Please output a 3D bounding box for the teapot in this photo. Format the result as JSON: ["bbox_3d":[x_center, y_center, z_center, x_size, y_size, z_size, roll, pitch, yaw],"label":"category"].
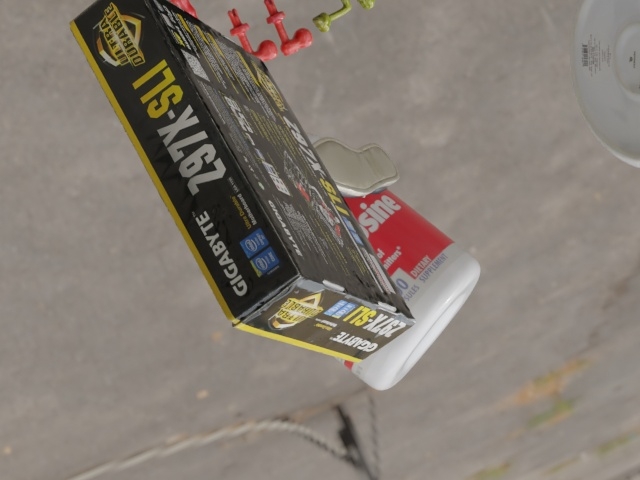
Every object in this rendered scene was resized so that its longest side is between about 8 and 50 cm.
[{"bbox_3d":[0.391,-0.186,1.573,0.187,0.253,0.256,-8,146,-32],"label":"teapot"}]

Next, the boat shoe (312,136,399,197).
[{"bbox_3d":[0.022,-0.070,1.746,0.065,0.075,0.206,-35,169,24],"label":"boat shoe"}]

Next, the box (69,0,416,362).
[{"bbox_3d":[-0.064,-0.056,1.360,0.079,0.322,0.257,-35,158,13],"label":"box"}]

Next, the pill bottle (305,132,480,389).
[{"bbox_3d":[0.000,0.000,2.146,0.229,0.407,0.229,-49,169,-13],"label":"pill bottle"}]

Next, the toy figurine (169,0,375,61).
[{"bbox_3d":[-0.015,-0.301,1.626,0.362,0.191,0.217,-28,-169,-30],"label":"toy figurine"}]
